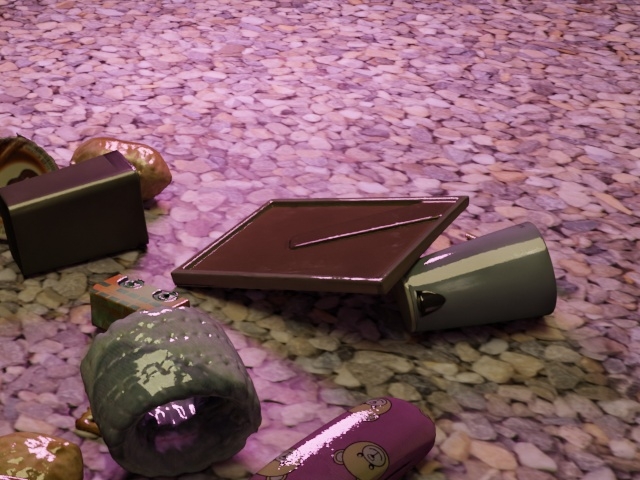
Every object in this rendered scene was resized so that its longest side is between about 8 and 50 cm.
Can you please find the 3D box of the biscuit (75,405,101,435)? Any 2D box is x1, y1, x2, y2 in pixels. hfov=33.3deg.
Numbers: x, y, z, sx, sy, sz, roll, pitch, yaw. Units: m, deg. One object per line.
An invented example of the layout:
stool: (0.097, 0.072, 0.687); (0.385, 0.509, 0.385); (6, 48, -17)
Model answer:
biscuit: (-0.262, 0.240, 1.632); (0.144, 0.016, 0.203); (15, 36, 25)

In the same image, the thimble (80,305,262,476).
thimble: (-0.205, 0.208, 1.488); (0.250, 0.205, 0.172); (14, 32, -41)

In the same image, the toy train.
toy train: (-0.297, 0.117, 1.767); (0.188, 0.072, 0.099); (17, 24, 33)

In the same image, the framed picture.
framed picture: (0.000, 0.000, 1.889); (0.446, 0.028, 0.326); (1, 27, 36)

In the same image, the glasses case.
glasses case: (0.026, 0.308, 1.450); (0.316, 0.075, 0.123); (-28, 40, -36)

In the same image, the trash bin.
trash bin: (-0.456, -0.046, 1.977); (0.241, 0.164, 0.122); (-20, 35, -22)

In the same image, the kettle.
kettle: (0.243, 0.065, 1.793); (0.243, 0.159, 0.210); (-12, 14, -5)

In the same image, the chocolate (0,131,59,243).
chocolate: (-0.604, -0.110, 2.084); (0.221, 0.221, 0.147); (-9, 11, -12)

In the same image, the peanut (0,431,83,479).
peanut: (-0.393, 0.314, 1.425); (0.159, 0.109, 0.140); (-20, 50, -20)

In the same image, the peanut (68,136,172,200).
peanut: (-0.406, -0.143, 2.159); (0.224, 0.129, 0.129); (3, 32, 12)

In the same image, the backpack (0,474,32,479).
backpack: (-0.389, 0.397, 1.206); (0.378, 0.201, 0.353); (-9, 36, -6)

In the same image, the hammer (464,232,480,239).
hammer: (0.333, 0.012, 1.951); (0.028, 0.060, 0.195); (-25, 34, -32)
